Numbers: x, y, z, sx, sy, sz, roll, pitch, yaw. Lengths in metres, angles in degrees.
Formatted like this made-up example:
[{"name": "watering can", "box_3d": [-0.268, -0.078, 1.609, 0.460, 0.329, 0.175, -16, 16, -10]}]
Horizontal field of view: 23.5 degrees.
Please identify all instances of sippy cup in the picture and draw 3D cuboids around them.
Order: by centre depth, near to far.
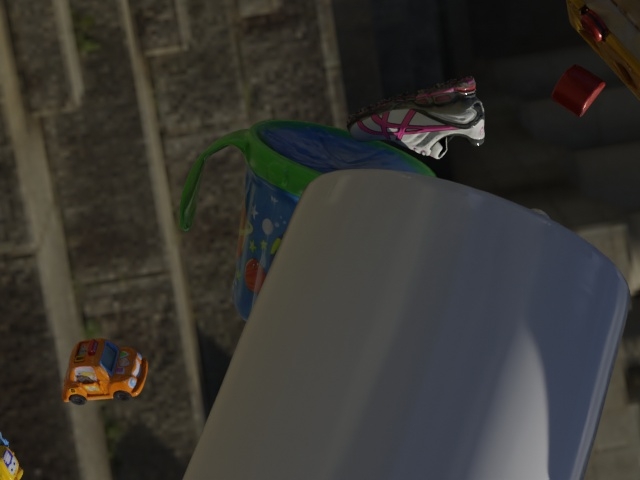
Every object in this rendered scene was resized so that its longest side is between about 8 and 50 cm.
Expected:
[{"name": "sippy cup", "box_3d": [0.000, 0.000, 1.819, 0.305, 0.240, 0.224, 30, -67, 38]}]

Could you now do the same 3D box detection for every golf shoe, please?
[{"name": "golf shoe", "box_3d": [0.106, -0.130, 1.770, 0.186, 0.067, 0.086, -10, -80, 43]}]

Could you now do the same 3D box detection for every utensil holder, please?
[{"name": "utensil holder", "box_3d": [0.059, 0.177, 1.284, 0.327, 0.327, 0.386, 88, 21, -71]}]

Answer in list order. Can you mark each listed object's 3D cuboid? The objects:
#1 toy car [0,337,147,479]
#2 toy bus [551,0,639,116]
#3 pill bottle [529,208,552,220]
[{"name": "toy car", "box_3d": [-0.161, 0.108, 0.985, 0.122, 0.060, 0.041, -59, 145, -39]}, {"name": "toy bus", "box_3d": [0.302, -0.158, 1.309, 0.104, 0.190, 0.202, 49, 49, -71]}, {"name": "pill bottle", "box_3d": [0.330, 0.067, 2.198, 0.208, 0.119, 0.119, 50, 8, -19]}]
